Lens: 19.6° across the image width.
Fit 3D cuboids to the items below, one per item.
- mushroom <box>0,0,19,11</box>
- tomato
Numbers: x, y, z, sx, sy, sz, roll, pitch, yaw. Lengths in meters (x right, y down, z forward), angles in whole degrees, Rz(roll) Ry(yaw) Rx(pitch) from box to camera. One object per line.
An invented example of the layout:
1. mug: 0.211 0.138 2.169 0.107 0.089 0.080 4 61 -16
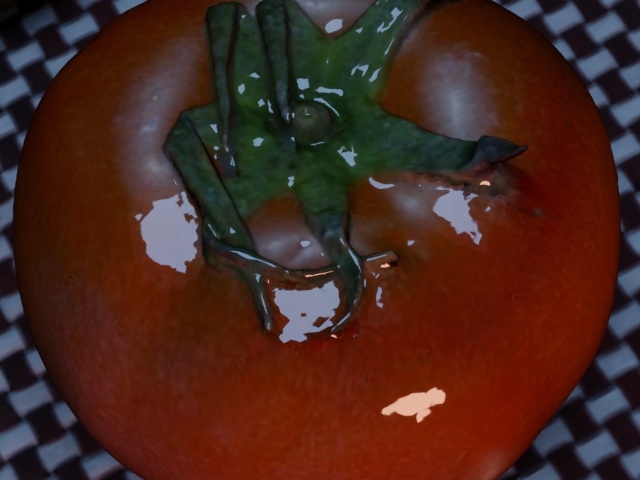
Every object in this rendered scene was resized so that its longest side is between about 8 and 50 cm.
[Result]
1. mushroom: -0.219 -0.169 0.960 0.209 0.072 0.094 19 66 15
2. tomato: 0.000 0.000 0.786 0.255 0.224 0.256 -2 61 4
